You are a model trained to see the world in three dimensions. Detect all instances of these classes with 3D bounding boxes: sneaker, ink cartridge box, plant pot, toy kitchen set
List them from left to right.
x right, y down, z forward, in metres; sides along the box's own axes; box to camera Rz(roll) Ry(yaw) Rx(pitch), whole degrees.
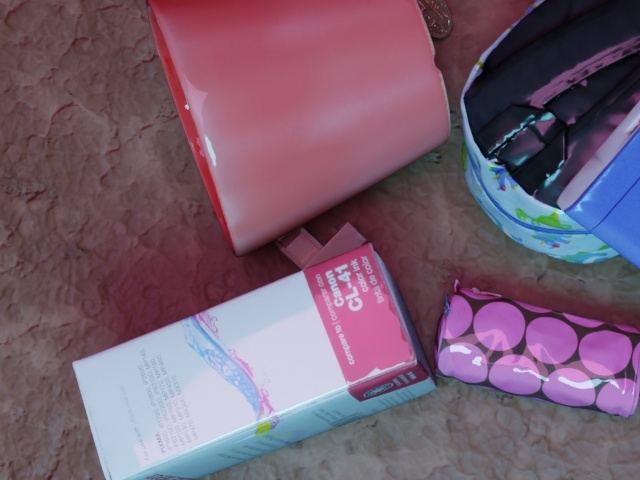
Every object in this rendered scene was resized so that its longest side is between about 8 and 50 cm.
[{"bbox_3d":[-0.056,0.131,1.522,0.306,0.226,0.131,-20,77,4],"label":"ink cartridge box"},{"bbox_3d":[-0.017,-0.149,1.560,0.243,0.275,0.275,-19,77,-5],"label":"plant pot"},{"bbox_3d":[0.000,0.000,1.637,0.068,0.075,0.083,-46,117,2],"label":"toy kitchen set"},{"bbox_3d":[0.086,-0.259,1.671,0.118,0.067,0.042,40,85,-17],"label":"sneaker"}]

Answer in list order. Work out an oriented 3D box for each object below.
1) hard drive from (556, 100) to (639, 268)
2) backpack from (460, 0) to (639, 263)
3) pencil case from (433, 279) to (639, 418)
[{"bbox_3d":[0.398,-0.024,1.415,0.319,0.040,0.210,34,104,-21],"label":"hard drive"},{"bbox_3d":[0.303,-0.135,1.521,0.355,0.273,0.290,-33,73,-19],"label":"backpack"},{"bbox_3d":[0.218,0.108,1.558,0.209,0.095,0.098,14,65,8],"label":"pencil case"}]
